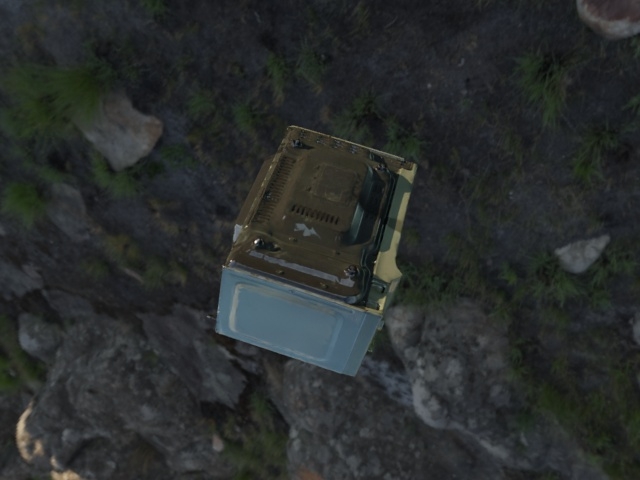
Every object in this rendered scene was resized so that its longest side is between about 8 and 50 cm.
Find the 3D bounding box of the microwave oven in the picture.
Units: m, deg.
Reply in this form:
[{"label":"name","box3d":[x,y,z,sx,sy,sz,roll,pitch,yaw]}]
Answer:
[{"label":"microwave oven","box3d":[0.000,0.000,1.029,0.286,0.355,0.219,19,139,2]}]
